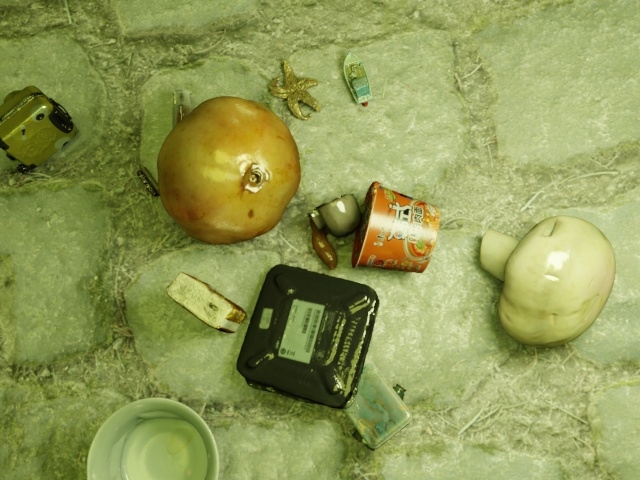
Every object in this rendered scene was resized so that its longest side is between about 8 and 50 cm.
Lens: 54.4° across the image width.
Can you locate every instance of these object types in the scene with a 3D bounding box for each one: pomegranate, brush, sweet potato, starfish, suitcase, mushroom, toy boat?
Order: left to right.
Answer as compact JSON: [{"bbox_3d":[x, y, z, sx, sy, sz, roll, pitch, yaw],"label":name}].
[{"bbox_3d":[-0.874,-0.339,1.859,0.235,0.194,0.143,-41,70,-5],"label":"suitcase"},{"bbox_3d":[-0.476,-0.125,1.873,0.036,0.043,0.248,-39,80,3],"label":"brush"},{"bbox_3d":[-0.255,-0.183,1.718,0.412,0.411,0.410,-1,79,3],"label":"pomegranate"},{"bbox_3d":[-0.076,-0.468,1.910,0.150,0.053,0.209,-18,77,-5],"label":"starfish"},{"bbox_3d":[0.000,0.000,1.818,0.057,0.056,0.194,-21,73,-1],"label":"sweet potato"},{"bbox_3d":[0.051,-0.065,1.757,0.141,0.188,0.117,-34,83,-2],"label":"mushroom"},{"bbox_3d":[0.112,-0.496,1.900,0.069,0.059,0.172,-16,79,0],"label":"toy boat"},{"bbox_3d":[0.585,0.111,1.633,0.354,0.353,0.324,11,64,5],"label":"mushroom"}]

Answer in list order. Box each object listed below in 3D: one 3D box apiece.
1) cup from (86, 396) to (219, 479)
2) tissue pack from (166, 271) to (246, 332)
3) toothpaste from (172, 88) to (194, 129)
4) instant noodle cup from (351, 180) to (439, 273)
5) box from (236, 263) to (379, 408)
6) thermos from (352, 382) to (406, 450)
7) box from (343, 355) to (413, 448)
[{"bbox_3d":[-0.425,0.594,1.668,0.348,0.163,0.346,-1,79,4],"label":"cup"},{"bbox_3d":[-0.309,0.177,1.710,0.183,0.226,0.091,35,84,10],"label":"tissue pack"},{"bbox_3d":[-0.414,-0.295,1.893,0.100,0.066,0.322,-2,83,-2],"label":"toothpaste"},{"bbox_3d":[0.208,-0.025,1.723,0.192,0.250,0.250,13,80,-3],"label":"instant noodle cup"},{"bbox_3d":[-0.034,0.260,1.717,0.351,0.091,0.358,11,75,19],"label":"box"},{"bbox_3d":[0.168,0.478,1.709,0.073,0.083,0.187,39,81,-16],"label":"thermos"},{"bbox_3d":[0.115,0.412,1.690,0.142,0.044,0.285,-38,59,-3],"label":"box"}]
